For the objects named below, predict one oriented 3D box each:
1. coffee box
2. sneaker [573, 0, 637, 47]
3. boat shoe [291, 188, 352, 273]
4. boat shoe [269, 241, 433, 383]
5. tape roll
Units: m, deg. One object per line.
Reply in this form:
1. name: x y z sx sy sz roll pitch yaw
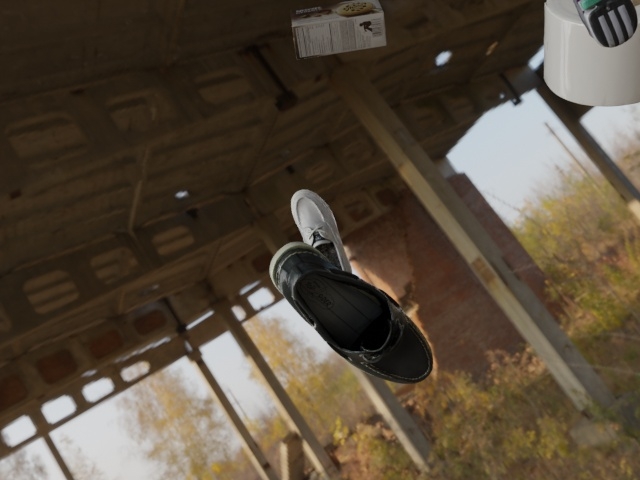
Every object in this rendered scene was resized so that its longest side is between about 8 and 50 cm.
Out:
1. coffee box: 0.055 -0.699 2.242 0.297 0.168 0.118 -8 -54 2
2. sneaker: 0.365 -0.376 0.954 0.083 0.223 0.098 -22 14 11
3. boat shoe: 0.000 0.000 1.162 0.066 0.184 0.063 -18 5 7
4. boat shoe: 0.068 0.132 1.068 0.127 0.340 0.113 -45 20 -2
5. tape roll: 0.561 -0.394 1.312 0.246 0.246 0.169 -31 -47 -18
